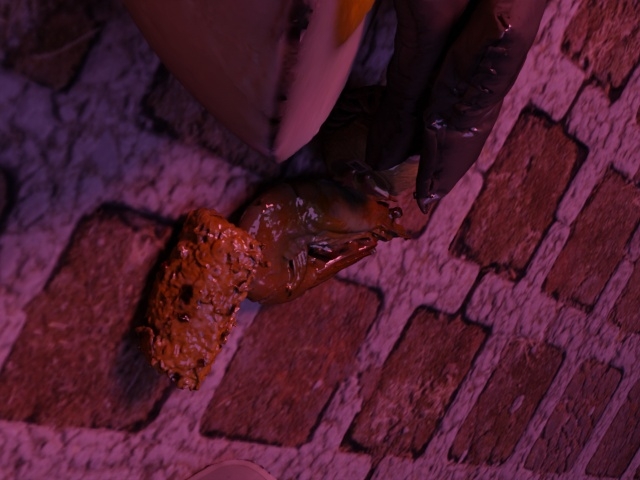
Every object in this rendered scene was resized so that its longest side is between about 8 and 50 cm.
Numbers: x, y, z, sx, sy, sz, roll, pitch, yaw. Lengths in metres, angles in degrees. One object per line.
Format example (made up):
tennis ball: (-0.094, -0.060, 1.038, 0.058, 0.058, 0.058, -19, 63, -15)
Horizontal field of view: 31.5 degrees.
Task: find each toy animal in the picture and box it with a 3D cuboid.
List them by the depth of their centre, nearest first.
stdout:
toy animal: (0.048, -0.095, 0.951, 0.098, 0.098, 0.137, -46, 162, -16)

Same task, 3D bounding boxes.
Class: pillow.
pillow: (0.128, -0.211, 0.839, 0.228, 0.101, 0.326, 104, 10, -62)

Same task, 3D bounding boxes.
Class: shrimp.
shrimp: (-0.001, 0.000, 1.005, 0.217, 0.051, 0.115, -6, 124, -47)

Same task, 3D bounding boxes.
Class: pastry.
pastry: (-0.098, 0.046, 0.909, 0.140, 0.080, 0.056, -60, -174, 9)

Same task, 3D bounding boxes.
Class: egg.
egg: (-0.036, -0.229, 0.657, 0.337, 0.201, 0.337, 24, 90, -83)

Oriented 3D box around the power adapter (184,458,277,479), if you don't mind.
power adapter: (-0.112, 0.360, 1.084, 0.187, 0.124, 0.255, -26, 135, -35)
